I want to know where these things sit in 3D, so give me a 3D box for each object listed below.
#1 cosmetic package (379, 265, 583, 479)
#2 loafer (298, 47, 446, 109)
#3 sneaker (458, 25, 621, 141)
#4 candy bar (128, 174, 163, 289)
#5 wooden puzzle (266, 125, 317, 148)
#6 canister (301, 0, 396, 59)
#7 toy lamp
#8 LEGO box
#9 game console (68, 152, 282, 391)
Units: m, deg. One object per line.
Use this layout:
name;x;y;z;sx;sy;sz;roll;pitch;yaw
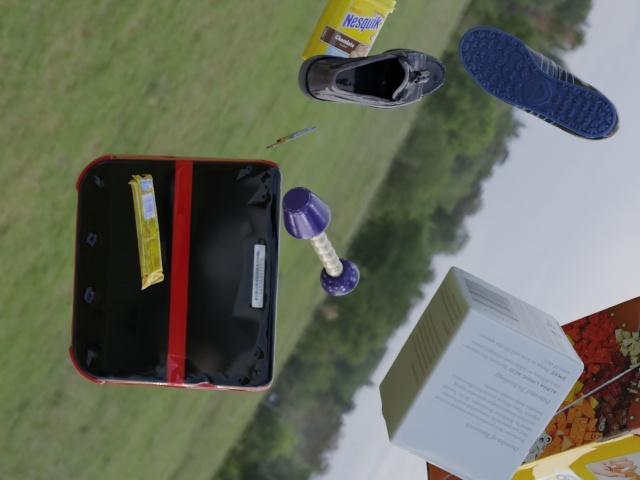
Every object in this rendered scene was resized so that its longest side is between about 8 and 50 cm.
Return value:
cosmetic package;0.179;0.158;1.426;0.183;0.151;0.151;-61;-170;15
loafer;0.108;-0.280;2.173;0.095;0.303;0.109;17;-70;55
sneaker;0.283;-0.196;1.601;0.081;0.232;0.090;-56;162;8
candy bar;-0.238;-0.014;1.700;0.040;0.018;0.161;-21;113;-44
wooden puzzle;-0.038;-0.151;1.781;0.083;0.006;0.049;-28;-171;-42
canister;0.050;-0.389;2.275;0.126;0.073;0.169;17;105;-46
toy lamp;0.000;0.000;2.030;0.080;0.080;0.274;-61;152;-17
LEGO box;0.446;0.326;1.857;0.373;0.500;0.193;-24;-133;29
game console;-0.241;0.052;2.050;0.060;0.342;0.386;-166;-102;-87
